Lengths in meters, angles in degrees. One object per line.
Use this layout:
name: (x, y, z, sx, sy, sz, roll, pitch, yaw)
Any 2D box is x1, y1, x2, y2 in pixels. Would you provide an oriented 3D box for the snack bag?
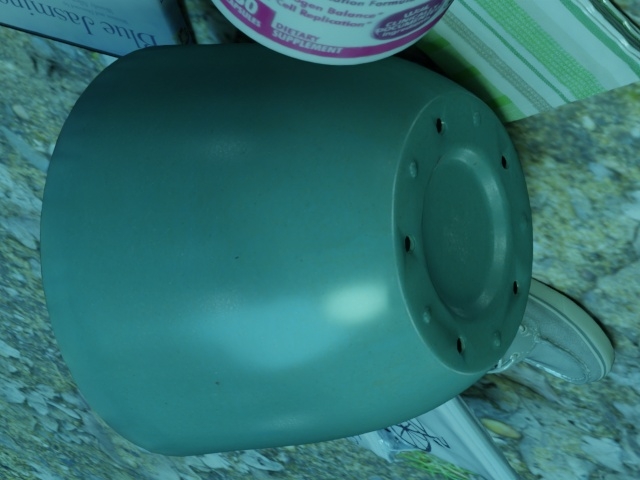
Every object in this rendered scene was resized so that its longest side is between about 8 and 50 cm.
snack bag: (0.003, 0.103, 1.447, 0.343, 0.037, 0.323, 19, 155, 44)

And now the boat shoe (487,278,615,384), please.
boat shoe: (0.128, 0.063, 1.291, 0.227, 0.081, 0.079, 33, 152, -12)

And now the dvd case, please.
dvd case: (-0.195, -0.212, 1.142, 0.180, 0.022, 0.253, 16, 156, 19)

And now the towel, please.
towel: (0.128, -0.128, 1.030, 0.113, 0.023, 0.152, 41, 152, -22)

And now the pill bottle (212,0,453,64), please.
pill bottle: (0.031, -0.214, 0.790, 0.160, 0.160, 0.283, 28, 156, -1)

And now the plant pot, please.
plant pot: (0.000, 0.000, 1.094, 0.235, 0.293, 0.293, -4, 140, 34)
